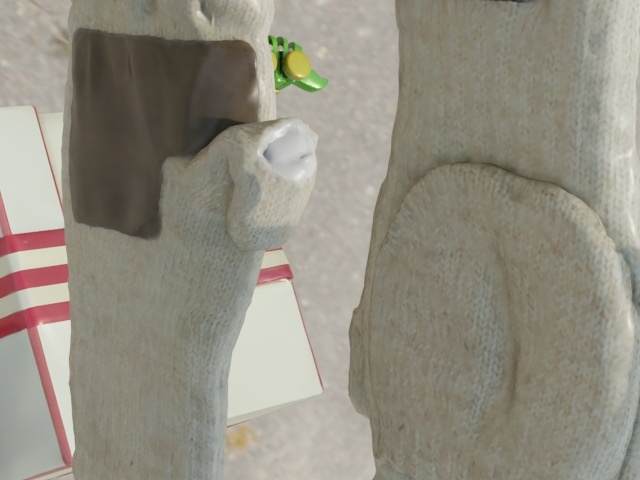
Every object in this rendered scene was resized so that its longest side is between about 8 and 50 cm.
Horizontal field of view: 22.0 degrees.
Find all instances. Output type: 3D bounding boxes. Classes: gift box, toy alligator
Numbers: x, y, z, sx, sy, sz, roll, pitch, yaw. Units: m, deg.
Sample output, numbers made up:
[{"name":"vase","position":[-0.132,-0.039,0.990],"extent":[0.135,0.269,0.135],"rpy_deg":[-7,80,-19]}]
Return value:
[{"name":"gift box","position":[-0.194,0.062,1.116],"extent":[0.258,0.255,0.276],"rpy_deg":[-9,165,-46]},{"name":"toy alligator","position":[-0.074,-0.175,1.573],"extent":[0.190,0.056,0.051],"rpy_deg":[3,74,-34]}]

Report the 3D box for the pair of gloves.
[{"name":"pair of gloves","position":[0.000,0.000,0.466],"extent":[0.042,0.240,0.204],"rpy_deg":[-10,102,-41]}]
